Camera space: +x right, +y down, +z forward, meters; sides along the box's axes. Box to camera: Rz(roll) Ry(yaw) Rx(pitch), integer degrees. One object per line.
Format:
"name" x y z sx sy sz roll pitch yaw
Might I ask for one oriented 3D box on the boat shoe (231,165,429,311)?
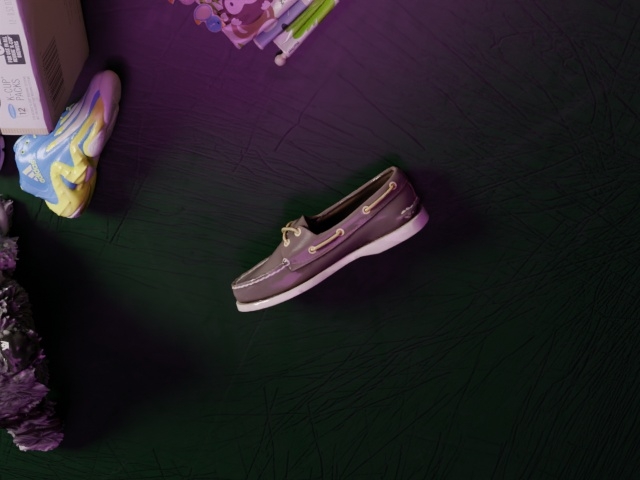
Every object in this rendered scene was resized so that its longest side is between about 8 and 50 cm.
"boat shoe" 0.000 0.000 1.212 0.324 0.116 0.097 -27 109 7

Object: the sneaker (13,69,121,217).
"sneaker" -0.371 -0.146 1.146 0.126 0.091 0.240 20 115 -10

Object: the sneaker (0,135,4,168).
"sneaker" -0.504 -0.164 1.146 0.068 0.071 0.170 -2 116 0

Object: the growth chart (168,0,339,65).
"growth chart" -0.102 -0.349 1.091 0.237 0.021 0.172 34 112 -15

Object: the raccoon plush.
"raccoon plush" -0.541 0.139 1.275 0.216 0.299 0.446 -6 149 -15

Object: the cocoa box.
"cocoa box" -0.434 -0.327 0.943 0.228 0.231 0.347 1 130 -1
